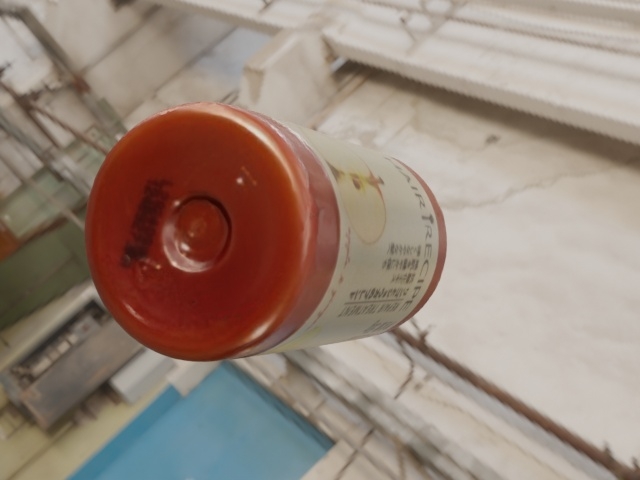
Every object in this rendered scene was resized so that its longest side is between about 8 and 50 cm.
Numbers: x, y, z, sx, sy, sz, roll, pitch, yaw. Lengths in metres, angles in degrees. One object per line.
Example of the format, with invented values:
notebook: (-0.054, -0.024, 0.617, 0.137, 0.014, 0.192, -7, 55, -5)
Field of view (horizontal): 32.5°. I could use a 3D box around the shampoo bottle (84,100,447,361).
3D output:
shampoo bottle: (0.000, 0.000, 0.552, 0.104, 0.104, 0.278, 43, 13, 17)
